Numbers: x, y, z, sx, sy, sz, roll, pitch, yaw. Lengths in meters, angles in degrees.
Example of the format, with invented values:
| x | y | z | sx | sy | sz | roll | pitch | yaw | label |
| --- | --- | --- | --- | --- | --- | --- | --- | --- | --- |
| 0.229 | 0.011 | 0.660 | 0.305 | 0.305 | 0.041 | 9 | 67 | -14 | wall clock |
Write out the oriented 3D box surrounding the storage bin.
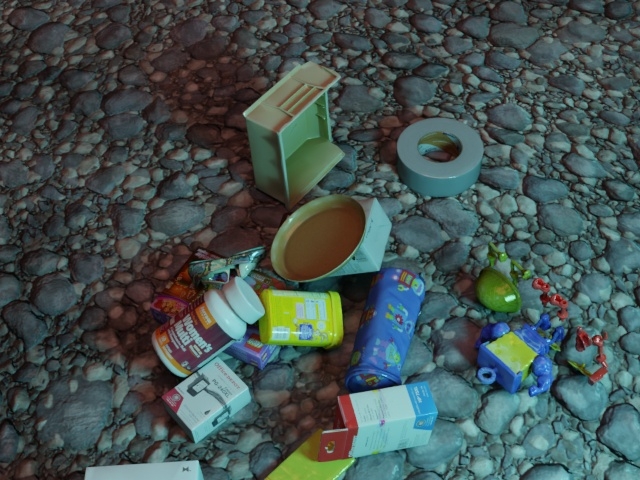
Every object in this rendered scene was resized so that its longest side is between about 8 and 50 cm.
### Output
| x | y | z | sx | sy | sz | roll | pitch | yaw | label |
| --- | --- | --- | --- | --- | --- | --- | --- | --- | --- |
| -0.054 | -0.264 | 2.240 | 0.123 | 0.262 | 0.260 | 28 | 57 | 26 | storage bin |

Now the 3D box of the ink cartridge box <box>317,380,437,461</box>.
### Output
| x | y | z | sx | sy | sz | roll | pitch | yaw | label |
| --- | --- | --- | --- | --- | --- | --- | --- | --- | --- |
| 0.102 | 0.359 | 1.785 | 0.231 | 0.134 | 0.078 | -7 | 51 | -11 | ink cartridge box |

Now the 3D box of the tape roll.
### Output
| x | y | z | sx | sy | sz | roll | pitch | yaw | label |
| --- | --- | --- | --- | --- | --- | --- | --- | --- | --- |
| 0.302 | -0.214 | 2.304 | 0.219 | 0.072 | 0.219 | -1 | 50 | 1 | tape roll |

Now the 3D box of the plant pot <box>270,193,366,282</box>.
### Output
| x | y | z | sx | sy | sz | roll | pitch | yaw | label |
| --- | --- | --- | --- | --- | --- | --- | --- | --- | --- |
| 0.000 | 0.000 | 1.974 | 0.236 | 0.032 | 0.236 | -20 | 44 | 21 | plant pot |

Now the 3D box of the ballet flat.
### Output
| x | y | z | sx | sy | sz | roll | pitch | yaw | label |
| --- | --- | --- | --- | --- | --- | --- | --- | --- | --- |
| -0.202 | 0.064 | 2.037 | 0.188 | 0.070 | 0.070 | -14 | 51 | -7 | ballet flat |

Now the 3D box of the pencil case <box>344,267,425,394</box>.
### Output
| x | y | z | sx | sy | sz | roll | pitch | yaw | label |
| --- | --- | --- | --- | --- | --- | --- | --- | --- | --- |
| 0.143 | 0.199 | 1.941 | 0.133 | 0.119 | 0.306 | 35 | 49 | -19 | pencil case |

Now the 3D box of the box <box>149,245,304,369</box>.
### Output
| x | y | z | sx | sy | sz | roll | pitch | yaw | label |
| --- | --- | --- | --- | --- | --- | --- | --- | --- | --- |
| -0.205 | 0.146 | 2.037 | 0.293 | 0.057 | 0.201 | 22 | 55 | 19 | box |

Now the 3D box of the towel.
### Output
| x | y | z | sx | sy | sz | roll | pitch | yaw | label |
| --- | --- | --- | --- | --- | --- | --- | --- | --- | --- |
| -0.047 | 0.480 | 1.781 | 0.102 | 0.021 | 0.237 | 39 | 61 | 23 | towel |

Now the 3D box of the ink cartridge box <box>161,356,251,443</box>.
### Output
| x | y | z | sx | sy | sz | roll | pitch | yaw | label |
| --- | --- | --- | --- | --- | --- | --- | --- | --- | --- |
| -0.236 | 0.329 | 1.884 | 0.150 | 0.063 | 0.109 | -36 | 57 | -24 | ink cartridge box |

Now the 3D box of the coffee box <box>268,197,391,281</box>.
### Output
| x | y | z | sx | sy | sz | roll | pitch | yaw | label |
| --- | --- | --- | --- | --- | --- | --- | --- | --- | --- |
| 0.022 | 0.000 | 2.062 | 0.246 | 0.098 | 0.141 | -8 | 45 | 31 | coffee box |

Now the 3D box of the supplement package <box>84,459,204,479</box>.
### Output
| x | y | z | sx | sy | sz | roll | pitch | yaw | label |
| --- | --- | --- | --- | --- | --- | --- | --- | --- | --- |
| -0.296 | 0.537 | 1.584 | 0.198 | 0.263 | 0.199 | -3 | 50 | 0 | supplement package |

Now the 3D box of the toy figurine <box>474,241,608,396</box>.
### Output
| x | y | z | sx | sy | sz | roll | pitch | yaw | label |
| --- | --- | --- | --- | --- | --- | --- | --- | --- | --- |
| 0.393 | 0.202 | 1.890 | 0.217 | 0.191 | 0.362 | -35 | 56 | -18 | toy figurine |

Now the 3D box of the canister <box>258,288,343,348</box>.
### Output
| x | y | z | sx | sy | sz | roll | pitch | yaw | label |
| --- | --- | --- | --- | --- | --- | --- | --- | --- | --- |
| -0.044 | 0.167 | 1.950 | 0.170 | 0.073 | 0.126 | 5 | 67 | -25 | canister |

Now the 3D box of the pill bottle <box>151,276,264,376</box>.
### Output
| x | y | z | sx | sy | sz | roll | pitch | yaw | label |
| --- | --- | --- | --- | --- | --- | --- | --- | --- | --- |
| -0.233 | 0.178 | 1.896 | 0.221 | 0.121 | 0.121 | -37 | 53 | 8 | pill bottle |
